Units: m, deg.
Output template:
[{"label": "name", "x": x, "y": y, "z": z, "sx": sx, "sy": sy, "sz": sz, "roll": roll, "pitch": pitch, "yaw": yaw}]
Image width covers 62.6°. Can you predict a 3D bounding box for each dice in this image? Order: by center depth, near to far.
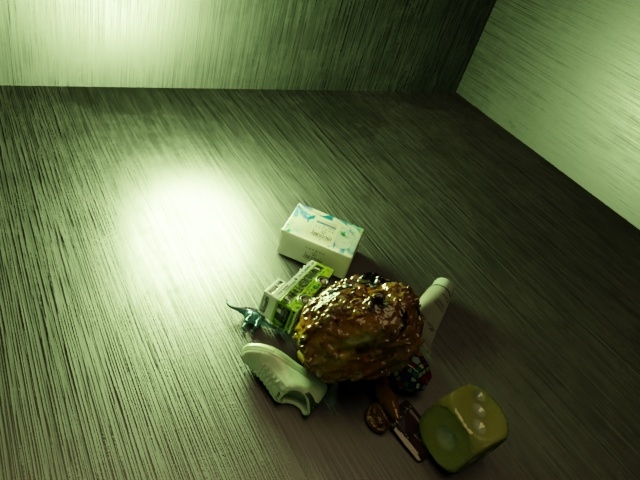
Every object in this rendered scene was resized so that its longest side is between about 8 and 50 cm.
[{"label": "dice", "x": 0.387, "y": 0.506, "z": 1.423, "sx": 0.169, "sy": 0.169, "sz": 0.166, "roll": -5, "pitch": 49, "yaw": -39}]

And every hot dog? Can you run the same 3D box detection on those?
[{"label": "hot dog", "x": 0.157, "y": 0.492, "z": 1.459, "sx": 0.035, "sy": 0.058, "sz": 0.083, "roll": 39, "pitch": 15, "yaw": -51}]

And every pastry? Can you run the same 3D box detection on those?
[{"label": "pastry", "x": 0.132, "y": 0.239, "z": 1.483, "sx": 0.337, "sy": 0.292, "sz": 0.405, "roll": -8, "pitch": -1, "yaw": 31}]

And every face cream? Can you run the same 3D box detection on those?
[{"label": "face cream", "x": 0.382, "y": 0.243, "z": 1.837, "sx": 0.143, "sy": 0.089, "sz": 0.314, "roll": 52, "pitch": 45, "yaw": -6}]

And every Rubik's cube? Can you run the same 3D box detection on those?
[{"label": "Rubik's cube", "x": 0.267, "y": 0.392, "z": 1.577, "sx": 0.133, "sy": 0.133, "sz": 0.112, "roll": 33, "pitch": 15, "yaw": 18}]

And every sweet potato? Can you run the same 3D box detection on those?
[{"label": "sweet potato", "x": 0.186, "y": 0.438, "z": 1.513, "sx": 0.055, "sy": 0.058, "sz": 0.202, "roll": -10, "pitch": 28, "yaw": -6}]

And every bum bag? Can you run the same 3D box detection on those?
[{"label": "bum bag", "x": 0.256, "y": 0.533, "z": 1.473, "sx": 0.109, "sy": 0.026, "sz": 0.159, "roll": -17, "pitch": 55, "yaw": -37}]

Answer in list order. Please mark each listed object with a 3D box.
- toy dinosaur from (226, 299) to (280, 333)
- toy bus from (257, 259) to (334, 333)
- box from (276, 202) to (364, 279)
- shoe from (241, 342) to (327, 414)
[{"label": "toy dinosaur", "x": -0.212, "y": 0.241, "z": 1.619, "sx": 0.197, "sy": 0.045, "sz": 0.080, "roll": 30, "pitch": 29, "yaw": 1}, {"label": "toy bus", "x": -0.069, "y": 0.170, "z": 1.701, "sx": 0.139, "sy": 0.113, "sz": 0.301, "roll": 29, "pitch": 31, "yaw": 12}, {"label": "box", "x": 0.001, "y": -0.002, "z": 1.950, "sx": 0.274, "sy": 0.116, "sz": 0.203, "roll": 23, "pitch": 38, "yaw": 5}, {"label": "shoe", "x": -0.113, "y": 0.381, "z": 1.445, "sx": 0.265, "sy": 0.095, "sz": 0.110, "roll": 25, "pitch": 38, "yaw": 4}]
